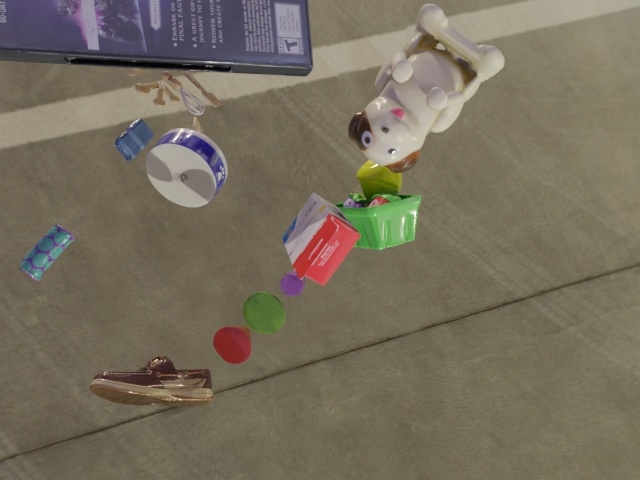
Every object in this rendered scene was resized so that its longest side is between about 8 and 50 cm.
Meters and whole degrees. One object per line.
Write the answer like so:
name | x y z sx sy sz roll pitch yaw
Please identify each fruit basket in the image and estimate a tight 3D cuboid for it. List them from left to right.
fruit basket | 0.197 -0.170 1.831 0.282 0.392 0.393 -14 77 -27

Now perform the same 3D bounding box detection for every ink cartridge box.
ink cartridge box | 0.000 0.000 1.010 0.077 0.231 0.134 31 102 -22

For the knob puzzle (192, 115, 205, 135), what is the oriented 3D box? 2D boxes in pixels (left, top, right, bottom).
knob puzzle | -0.427 -0.332 1.749 0.029 0.213 0.213 -20 79 1

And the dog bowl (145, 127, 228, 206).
dog bowl | -0.465 -0.249 1.680 0.264 0.265 0.104 19 44 0

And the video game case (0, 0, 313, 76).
video game case | -0.146 -0.241 0.402 0.273 0.026 0.196 -3 85 -17

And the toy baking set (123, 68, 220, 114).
toy baking set | -0.400 -0.415 1.279 0.256 0.030 0.197 -6 63 -44

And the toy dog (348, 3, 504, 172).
toy dog | 0.258 -0.409 1.424 0.284 0.395 0.408 39 77 -6

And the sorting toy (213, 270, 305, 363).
sorting toy | -0.165 0.211 1.429 0.127 0.126 0.365 44 109 0

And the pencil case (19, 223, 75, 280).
pencil case | -0.732 0.031 1.293 0.064 0.070 0.152 26 67 17

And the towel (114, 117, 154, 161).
towel | -0.504 -0.273 1.302 0.029 0.067 0.120 -7 41 31

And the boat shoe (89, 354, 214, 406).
boat shoe | -0.439 0.370 1.293 0.341 0.123 0.123 20 52 -38
